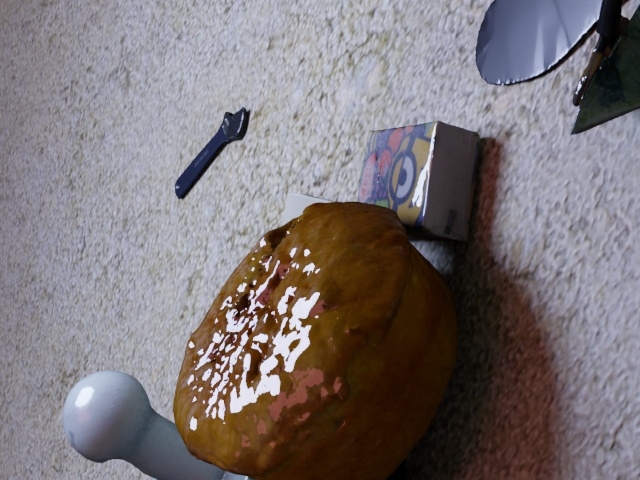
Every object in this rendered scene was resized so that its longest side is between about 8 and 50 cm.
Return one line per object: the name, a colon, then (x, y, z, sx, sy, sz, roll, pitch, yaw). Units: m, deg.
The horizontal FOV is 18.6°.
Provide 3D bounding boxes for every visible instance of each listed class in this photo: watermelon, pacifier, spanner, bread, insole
watermelon: (0.265, -0.157, 1.594, 0.180, 0.081, 0.094, -58, 15, 9)
pacifier: (-0.148, 0.219, 2.077, 0.343, 0.269, 0.288, -20, 39, 56)
spanner: (-0.138, -0.107, 2.426, 0.208, 0.012, 0.046, -45, 44, 49)
bread: (-0.003, 0.105, 1.847, 0.312, 0.172, 0.312, -38, 31, 28)
insole: (0.233, -0.230, 1.741, 0.348, 0.009, 0.119, -37, 51, 54)

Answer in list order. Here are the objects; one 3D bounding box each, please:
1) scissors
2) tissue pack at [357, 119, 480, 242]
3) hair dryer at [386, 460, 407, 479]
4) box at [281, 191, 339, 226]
scissors: (0.231, -0.172, 1.569, 0.088, 0.017, 0.220, -59, -11, -10)
tissue pack: (0.094, -0.055, 1.898, 0.148, 0.060, 0.109, -1, 79, 64)
hair dryer: (0.080, 0.292, 1.818, 0.219, 0.075, 0.195, 17, 96, 55)
box: (0.000, 0.000, 2.106, 0.167, 0.024, 0.090, 16, 95, 64)
